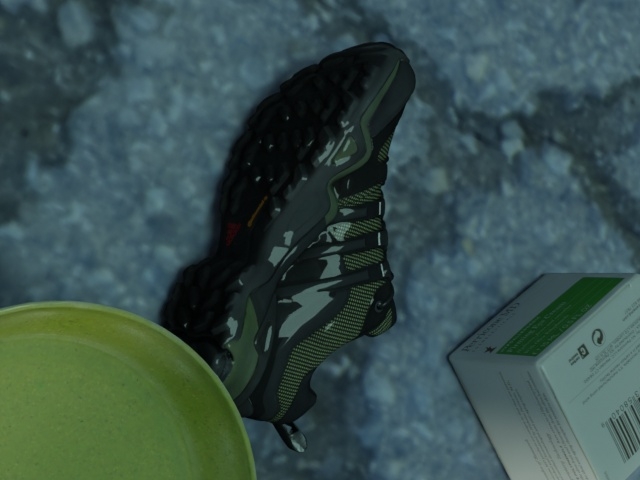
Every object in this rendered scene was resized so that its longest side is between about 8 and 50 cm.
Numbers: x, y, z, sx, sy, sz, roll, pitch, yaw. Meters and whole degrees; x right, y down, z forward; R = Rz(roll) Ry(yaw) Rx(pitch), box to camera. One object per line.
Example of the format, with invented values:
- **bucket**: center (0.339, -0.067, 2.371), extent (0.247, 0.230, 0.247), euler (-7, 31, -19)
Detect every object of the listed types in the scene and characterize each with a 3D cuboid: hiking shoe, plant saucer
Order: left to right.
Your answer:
- **plant saucer**: center (-0.145, 0.145, 0.851), extent (0.241, 0.037, 0.241), euler (-6, 101, -30)
- **hiking shoe**: center (0.000, 0.000, 0.953), extent (0.114, 0.086, 0.227), euler (35, 79, -38)

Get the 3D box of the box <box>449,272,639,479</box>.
- **box**: center (0.156, 0.086, 1.044), extent (0.101, 0.087, 0.102), euler (-38, 109, -29)
